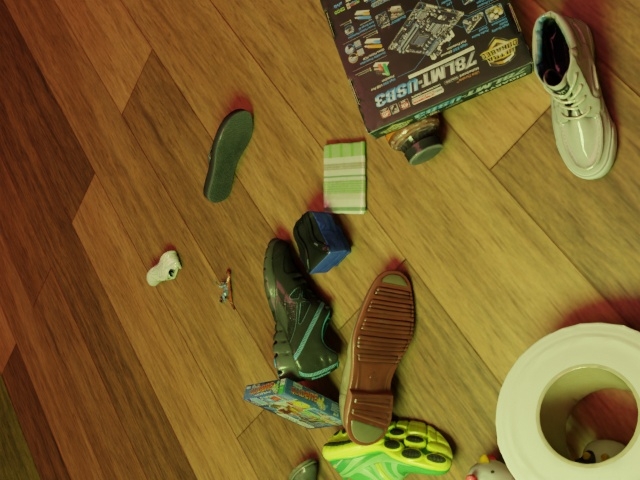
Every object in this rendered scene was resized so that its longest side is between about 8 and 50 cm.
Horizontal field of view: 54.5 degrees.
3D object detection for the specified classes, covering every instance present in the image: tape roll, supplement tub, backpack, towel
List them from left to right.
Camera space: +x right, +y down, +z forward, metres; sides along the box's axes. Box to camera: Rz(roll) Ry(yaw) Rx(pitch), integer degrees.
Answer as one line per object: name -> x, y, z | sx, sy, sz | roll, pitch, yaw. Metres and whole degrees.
backpack -> 0.000, 0.000, 1.333 | 0.098, 0.101, 0.120 | -45, 61, 34
towel -> 0.054, -0.133, 1.329 | 0.113, 0.023, 0.152 | 4, 94, 40
supplement tub -> 0.154, -0.242, 1.165 | 0.106, 0.106, 0.197 | -36, 71, 38
tape roll -> 0.406, 0.266, 0.902 | 0.286, 0.100, 0.286 | -29, 42, 30

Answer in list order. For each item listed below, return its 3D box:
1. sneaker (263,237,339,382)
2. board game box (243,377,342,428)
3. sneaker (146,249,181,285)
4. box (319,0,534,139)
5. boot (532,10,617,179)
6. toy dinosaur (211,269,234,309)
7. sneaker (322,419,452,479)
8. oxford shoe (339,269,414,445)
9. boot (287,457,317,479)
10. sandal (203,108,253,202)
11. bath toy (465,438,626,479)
sneaker -> -0.048, 0.150, 1.399 | 0.140, 0.125, 0.340 | -12, 68, 0
board game box -> -0.049, 0.360, 1.357 | 0.136, 0.201, 0.035 | -21, 46, 41
sneaker -> -0.451, 0.094, 1.785 | 0.152, 0.054, 0.061 | -45, 68, 35
box -> 0.172, -0.366, 1.066 | 0.296, 0.073, 0.293 | -22, 84, 19
boot -> 0.377, -0.220, 0.953 | 0.095, 0.123, 0.258 | -15, 84, 42
toy dinosaur -> -0.241, 0.122, 1.620 | 0.090, 0.047, 0.082 | 30, 108, 0
sneaker -> 0.144, 0.443, 1.264 | 0.296, 0.109, 0.123 | -13, 110, 40
oxford shoe -> 0.095, 0.225, 1.261 | 0.130, 0.123, 0.348 | -164, 89, -73
boot -> 0.003, 0.624, 1.410 | 0.208, 0.076, 0.189 | 47, 137, 37
sandal -> -0.243, -0.212, 1.535 | 0.054, 0.097, 0.254 | 42, 121, 31
bath toy -> 0.385, 0.398, 1.007 | 0.348, 0.129, 0.151 | -17, 49, 41
